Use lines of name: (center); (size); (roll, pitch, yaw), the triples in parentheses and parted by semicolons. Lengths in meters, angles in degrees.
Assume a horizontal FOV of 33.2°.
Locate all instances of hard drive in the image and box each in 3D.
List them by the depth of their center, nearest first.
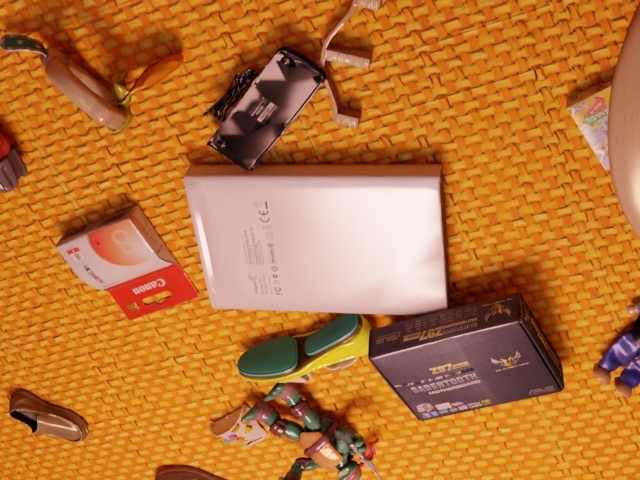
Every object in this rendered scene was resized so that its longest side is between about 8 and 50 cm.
hard drive: (0.000, 0.000, 1.512); (0.353, 0.047, 0.233); (1, 124, 14)

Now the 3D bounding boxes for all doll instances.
doll: (0.470, 0.137, 1.491); (0.129, 0.046, 0.189); (34, 119, -6)

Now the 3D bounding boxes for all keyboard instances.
keyboard: (-0.079, -0.184, 1.410); (0.100, 0.038, 0.192); (34, 124, -14)

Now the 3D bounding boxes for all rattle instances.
rattle: (-0.305, -0.247, 1.406); (0.200, 0.130, 0.143); (46, 114, 14)

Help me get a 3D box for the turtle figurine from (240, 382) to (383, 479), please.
turtle figurine: (-0.007, 0.328, 1.699); (0.234, 0.118, 0.175); (44, 109, 1)

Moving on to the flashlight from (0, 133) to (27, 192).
flashlight: (-0.516, -0.197, 1.469); (0.103, 0.103, 0.304); (-11, 121, 22)

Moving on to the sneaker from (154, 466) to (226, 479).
sneaker: (-0.201, 0.445, 1.853); (0.188, 0.071, 0.066); (12, 126, 5)

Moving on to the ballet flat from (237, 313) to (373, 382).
ballet flat: (-0.016, 0.177, 1.626); (0.231, 0.077, 0.077); (-23, 132, 24)

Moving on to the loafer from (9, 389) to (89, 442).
loafer: (-0.469, 0.311, 1.839); (0.148, 0.050, 0.056); (25, 126, -4)

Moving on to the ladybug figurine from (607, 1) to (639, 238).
ladybug figurine: (0.463, -0.172, 1.183); (0.305, 0.162, 0.449); (8, 117, -3)

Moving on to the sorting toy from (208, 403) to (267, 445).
sorting toy: (-0.130, 0.317, 1.773); (0.083, 0.045, 0.075); (-32, 131, 30)

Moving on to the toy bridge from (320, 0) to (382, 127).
toy bridge: (0.033, -0.234, 1.355); (0.063, 0.026, 0.188); (14, 126, 6)

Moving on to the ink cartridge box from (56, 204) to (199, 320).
ink cartridge box: (-0.290, 0.047, 1.618); (0.145, 0.045, 0.179); (-19, 115, 25)

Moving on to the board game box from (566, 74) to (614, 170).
board game box: (0.394, -0.162, 1.315); (0.154, 0.026, 0.103); (-27, 114, 28)

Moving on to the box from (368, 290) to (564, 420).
box: (0.210, 0.172, 1.544); (0.232, 0.059, 0.183); (-17, 134, 22)
